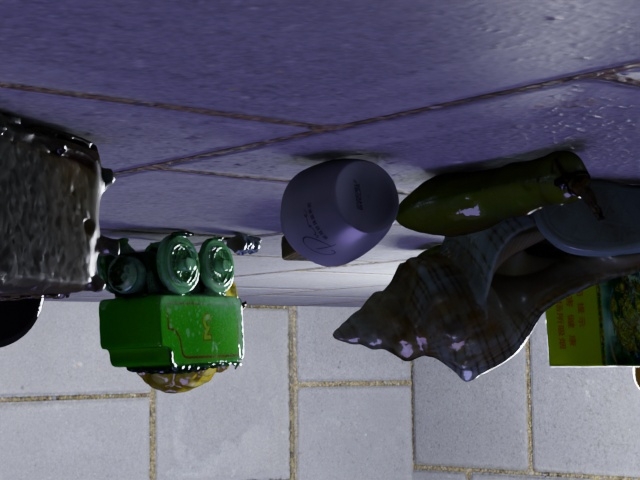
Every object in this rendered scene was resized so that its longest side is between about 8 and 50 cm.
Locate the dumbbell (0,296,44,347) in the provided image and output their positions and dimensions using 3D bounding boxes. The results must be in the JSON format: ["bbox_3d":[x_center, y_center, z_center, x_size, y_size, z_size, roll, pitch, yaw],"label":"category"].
[{"bbox_3d":[-0.477,0.070,1.852,0.152,0.153,0.218,3,174,-35],"label":"dumbbell"}]

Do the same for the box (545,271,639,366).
[{"bbox_3d":[0.378,0.059,1.673,0.047,0.187,0.335,-2,176,-26],"label":"box"}]

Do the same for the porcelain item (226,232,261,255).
[{"bbox_3d":[-0.104,0.006,1.889,0.036,0.028,0.083,-5,175,12],"label":"porcelain item"}]

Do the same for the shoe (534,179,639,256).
[{"bbox_3d":[0.295,-0.017,1.399,0.195,0.079,0.078,-4,163,-18],"label":"shoe"}]

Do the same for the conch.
[{"bbox_3d":[0.192,0.025,1.502,0.386,0.169,0.203,-31,144,-13],"label":"conch"}]

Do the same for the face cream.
[{"bbox_3d":[0.017,-0.026,1.205,0.091,0.091,0.095,2,166,-30],"label":"face cream"}]

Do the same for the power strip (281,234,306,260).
[{"bbox_3d":[0.000,0.000,1.754,0.064,0.044,0.305,1,174,-10],"label":"power strip"}]

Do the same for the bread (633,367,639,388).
[{"bbox_3d":[0.609,0.119,2.066,0.315,0.270,0.211,-7,-171,-1],"label":"bread"}]

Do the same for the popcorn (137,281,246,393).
[{"bbox_3d":[-0.212,0.138,2.276,0.192,0.233,0.266,-6,150,-8],"label":"popcorn"}]

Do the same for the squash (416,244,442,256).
[{"bbox_3d":[0.176,0.040,2.145,0.066,0.066,0.201,0,178,-10],"label":"squash"}]

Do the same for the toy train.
[{"bbox_3d":[-0.200,0.086,1.878,0.132,0.188,0.243,-6,173,27],"label":"toy train"}]

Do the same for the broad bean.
[{"bbox_3d":[0.160,-0.042,1.247,0.075,0.067,0.325,-32,-172,-27],"label":"broad bean"}]

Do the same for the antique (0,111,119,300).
[{"bbox_3d":[-0.255,-0.023,0.987,0.150,0.125,0.284,-3,175,27],"label":"antique"}]
